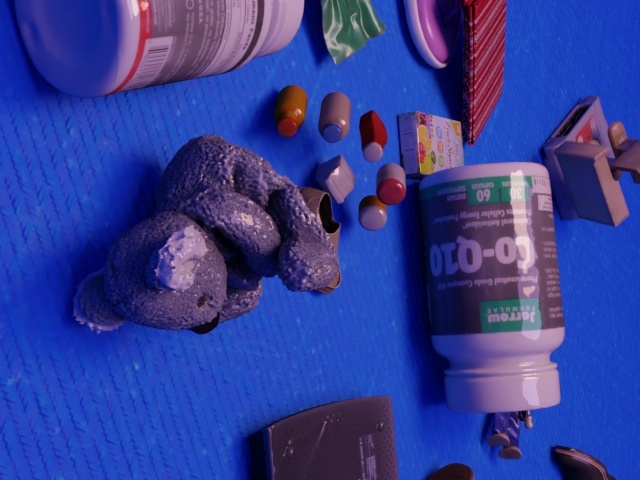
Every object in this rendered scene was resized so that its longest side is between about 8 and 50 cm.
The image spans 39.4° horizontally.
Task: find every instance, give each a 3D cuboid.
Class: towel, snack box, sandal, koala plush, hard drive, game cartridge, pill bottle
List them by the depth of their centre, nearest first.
[{"bbox_3d":[-0.135,0.014,0.904,0.221,0.196,0.203,-37,101,-48],"label":"koala plush"},{"bbox_3d":[-0.154,-0.246,0.930,0.283,0.161,0.161,-26,104,-51],"label":"pill bottle"},{"bbox_3d":[0.009,0.291,1.131,0.255,0.054,0.171,-1,84,-52],"label":"hard drive"},{"bbox_3d":[0.264,0.072,1.371,0.204,0.204,0.360,2,82,-52],"label":"pill bottle"},{"bbox_3d":[0.181,-0.148,1.437,0.141,0.037,0.100,3,83,-52],"label":"snack box"},{"bbox_3d":[0.224,-0.487,1.497,0.169,0.102,0.416,32,60,-45],"label":"sandal"},{"bbox_3d":[0.278,-0.325,1.525,0.199,0.031,0.274,-55,149,-42],"label":"towel"},{"bbox_3d":[0.565,-0.171,1.922,0.294,0.060,0.196,-44,122,-46],"label":"game cartridge"}]

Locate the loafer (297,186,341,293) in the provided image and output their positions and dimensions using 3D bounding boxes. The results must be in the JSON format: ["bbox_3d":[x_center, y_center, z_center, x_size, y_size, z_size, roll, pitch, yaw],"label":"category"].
[{"bbox_3d":[0.000,0.000,1.172,0.056,0.050,0.147,-30,107,-50],"label":"loafer"}]

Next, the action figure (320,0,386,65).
[{"bbox_3d":[0.008,-0.374,1.236,0.137,0.064,0.232,-47,124,-42],"label":"action figure"}]

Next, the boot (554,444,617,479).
[{"bbox_3d":[0.497,0.489,1.713,0.198,0.077,0.137,40,68,-28],"label":"boot"}]

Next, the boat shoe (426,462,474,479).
[{"bbox_3d":[0.168,0.410,1.315,0.190,0.068,0.072,-40,127,-37],"label":"boat shoe"}]

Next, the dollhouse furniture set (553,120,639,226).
[{"bbox_3d":[0.600,-0.167,1.759,0.242,0.212,0.161,-37,118,-18],"label":"dollhouse furniture set"}]

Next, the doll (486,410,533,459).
[{"bbox_3d":[0.335,0.287,1.553,0.129,0.046,0.189,48,42,-24],"label":"doll"}]

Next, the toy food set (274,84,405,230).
[{"bbox_3d":[0.037,-0.101,1.160,0.232,0.111,0.104,57,19,-25],"label":"toy food set"}]
